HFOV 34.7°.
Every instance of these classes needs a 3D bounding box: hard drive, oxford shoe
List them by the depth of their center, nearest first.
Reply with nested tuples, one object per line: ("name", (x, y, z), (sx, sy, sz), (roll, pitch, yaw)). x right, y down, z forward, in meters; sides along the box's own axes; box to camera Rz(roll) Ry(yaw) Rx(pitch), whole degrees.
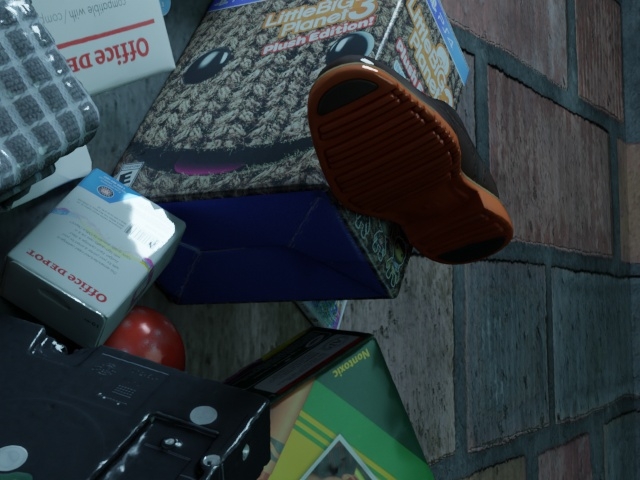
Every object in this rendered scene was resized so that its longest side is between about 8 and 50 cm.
("hard drive", (-0.206, 0.177, 0.579), (0.339, 0.237, 0.064), (-48, 146, -52))
("oxford shoe", (0.062, -0.072, 0.774), (0.271, 0.097, 0.098), (42, 31, -54))

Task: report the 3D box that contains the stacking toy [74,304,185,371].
("stacking toy", (-0.116, 0.204, 0.865), (0.141, 0.141, 0.330), (-43, 118, -53))

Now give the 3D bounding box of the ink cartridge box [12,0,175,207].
("ink cartridge box", (-0.220, -0.192, 0.702), (0.207, 0.119, 0.353), (-38, 121, -56))

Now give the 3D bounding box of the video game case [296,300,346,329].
("video game case", (0.001, 0.010, 1.175), (0.143, 0.019, 0.157), (55, 42, -44))

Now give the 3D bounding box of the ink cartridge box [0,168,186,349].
("ink cartridge box", (-0.175, 0.014, 0.790), (0.122, 0.089, 0.052), (-56, 177, -47))

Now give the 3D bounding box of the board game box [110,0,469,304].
("board game box", (-0.023, -0.098, 0.928), (0.141, 0.232, 0.291), (58, 40, -39))

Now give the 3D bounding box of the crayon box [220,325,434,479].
("crayon box", (-0.060, 0.289, 0.764), (0.363, 0.106, 0.313), (-31, 105, -27))

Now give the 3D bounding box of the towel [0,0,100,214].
("towel", (-0.245, -0.119, 0.488), (0.283, 0.121, 0.235), (62, 16, -11))

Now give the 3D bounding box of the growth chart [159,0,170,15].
("growth chart", (-0.167, -0.275, 0.905), (0.237, 0.021, 0.172), (-60, 138, -43))
